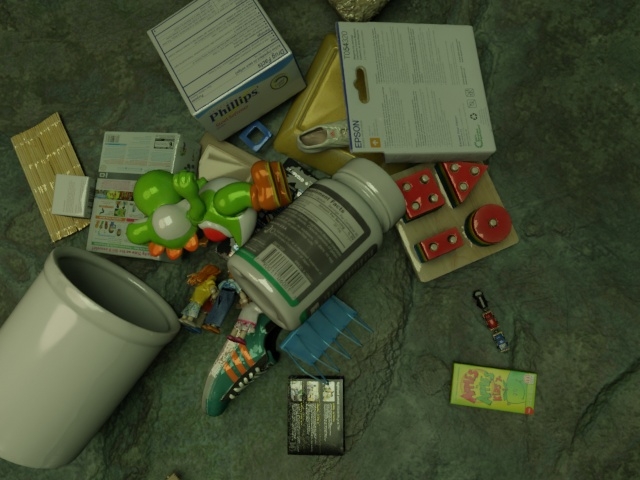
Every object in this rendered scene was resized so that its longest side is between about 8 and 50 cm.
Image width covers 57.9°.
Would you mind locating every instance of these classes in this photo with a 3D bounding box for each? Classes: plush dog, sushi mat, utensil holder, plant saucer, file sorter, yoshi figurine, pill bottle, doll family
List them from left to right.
[{"bbox_3d":[-0.690,-0.164,1.509,0.152,0.019,0.316,-26,83,3],"label":"sushi mat"},{"bbox_3d":[-0.566,0.259,1.310,0.328,0.327,0.385,38,94,9],"label":"utensil holder"},{"bbox_3d":[-0.260,-0.102,1.240,0.363,0.203,0.202,-17,44,11],"label":"yoshi figurine"},{"bbox_3d":[-0.233,0.130,1.325,0.263,0.118,0.163,4,61,41],"label":"doll family"},{"bbox_3d":[0.000,0.000,1.217,0.361,0.204,0.204,-42,81,-17],"label":"pill bottle"},{"bbox_3d":[0.018,0.226,1.317,0.170,0.118,0.104,-49,40,1],"label":"file sorter"},{"bbox_3d":[0.088,-0.313,1.394,0.333,0.081,0.332,25,89,9],"label":"plant saucer"},{"bbox_3d":[0.126,-0.613,1.359,0.226,0.262,0.210,-35,111,10],"label":"plush dog"}]

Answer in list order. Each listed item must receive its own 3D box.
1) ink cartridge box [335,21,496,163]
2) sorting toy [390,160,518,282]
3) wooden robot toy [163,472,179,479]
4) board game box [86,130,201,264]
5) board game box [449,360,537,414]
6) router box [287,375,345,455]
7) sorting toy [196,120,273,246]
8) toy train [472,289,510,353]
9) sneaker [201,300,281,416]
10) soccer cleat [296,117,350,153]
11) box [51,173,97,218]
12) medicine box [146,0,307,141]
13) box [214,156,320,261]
[{"bbox_3d":[0.203,-0.330,1.288,0.331,0.071,0.323,-2,74,-9],"label":"ink cartridge box"},{"bbox_3d":[0.298,-0.071,1.312,0.256,0.089,0.256,-22,83,-9],"label":"sorting toy"},{"bbox_3d":[-0.290,0.611,1.381,0.173,0.076,0.079,41,56,9],"label":"wooden robot toy"},{"bbox_3d":[-0.432,-0.106,1.411,0.224,0.097,0.303,6,84,23],"label":"board game box"},{"bbox_3d":[0.390,0.335,1.316,0.182,0.043,0.092,6,86,8],"label":"board game box"},{"bbox_3d":[-0.010,0.411,1.360,0.134,0.046,0.178,0,85,7],"label":"router box"},{"bbox_3d":[-0.249,-0.149,1.441,0.196,0.047,0.347,28,89,13],"label":"sorting toy"},{"bbox_3d":[0.394,0.187,1.332,0.027,0.036,0.158,-25,83,5],"label":"toy train"},{"bbox_3d":[-0.171,0.289,1.360,0.121,0.108,0.302,26,87,13],"label":"sneaker"},{"bbox_3d":[0.041,-0.243,1.315,0.197,0.076,0.068,-17,83,5],"label":"soccer cleat"},{"bbox_3d":[-0.596,-0.105,1.433,0.087,0.102,0.101,5,87,5],"label":"box"},{"bbox_3d":[-0.222,-0.435,1.382,0.264,0.149,0.289,-32,70,4],"label":"medicine box"},{"bbox_3d":[-0.050,0.003,1.387,0.296,0.073,0.293,38,91,7],"label":"box"}]
